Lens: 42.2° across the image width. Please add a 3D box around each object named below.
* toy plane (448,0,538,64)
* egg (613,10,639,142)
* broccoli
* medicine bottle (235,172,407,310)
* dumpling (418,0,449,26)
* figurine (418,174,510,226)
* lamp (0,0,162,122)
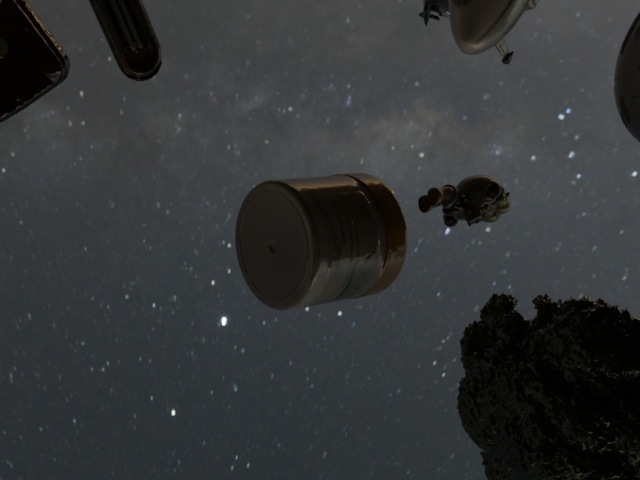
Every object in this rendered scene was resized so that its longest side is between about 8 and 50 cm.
[{"bbox_3d":[0.166,-0.251,0.712,0.251,0.101,0.255,-3,-122,41],"label":"toy plane"},{"bbox_3d":[0.407,-0.195,0.927,0.147,0.198,0.146,1,-161,0],"label":"egg"},{"bbox_3d":[0.315,0.183,0.918,0.283,0.304,0.321,-37,-79,-41],"label":"broccoli"},{"bbox_3d":[0.000,0.000,1.522,0.232,0.238,0.238,-9,-125,-41],"label":"medicine bottle"},{"bbox_3d":[0.245,-0.436,1.282,0.163,0.204,0.293,-11,-166,-27],"label":"dumpling"},{"bbox_3d":[0.267,-0.068,1.513,0.197,0.147,0.093,-17,-104,-41],"label":"figurine"},{"bbox_3d":[-0.273,-0.203,0.859,0.125,0.203,0.283,-20,-150,21],"label":"lamp"}]
